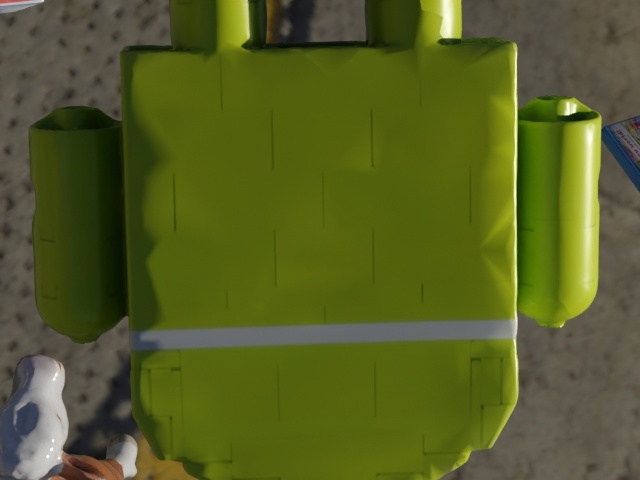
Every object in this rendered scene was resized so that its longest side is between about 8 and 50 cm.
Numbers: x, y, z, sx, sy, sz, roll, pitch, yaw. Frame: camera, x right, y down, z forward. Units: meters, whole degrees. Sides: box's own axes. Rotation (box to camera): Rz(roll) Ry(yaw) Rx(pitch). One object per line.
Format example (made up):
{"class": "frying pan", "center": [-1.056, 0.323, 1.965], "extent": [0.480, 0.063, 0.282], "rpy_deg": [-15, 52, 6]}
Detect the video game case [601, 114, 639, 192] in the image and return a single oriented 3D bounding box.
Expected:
{"class": "video game case", "center": [0.357, -0.079, 1.641], "extent": [0.166, 0.015, 0.119], "rpy_deg": [-17, 61, -26]}

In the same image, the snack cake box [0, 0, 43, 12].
{"class": "snack cake box", "center": [-0.435, -0.307, 1.848], "extent": [0.264, 0.089, 0.152], "rpy_deg": [-11, 95, -31]}

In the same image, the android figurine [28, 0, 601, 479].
{"class": "android figurine", "center": [0.000, 0.000, 0.761], "extent": [0.248, 0.056, 0.273], "rpy_deg": [-3, 101, -4]}

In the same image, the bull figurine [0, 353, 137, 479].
{"class": "bull figurine", "center": [-0.149, 0.209, 1.151], "extent": [0.188, 0.101, 0.310], "rpy_deg": [-81, 153, -74]}
